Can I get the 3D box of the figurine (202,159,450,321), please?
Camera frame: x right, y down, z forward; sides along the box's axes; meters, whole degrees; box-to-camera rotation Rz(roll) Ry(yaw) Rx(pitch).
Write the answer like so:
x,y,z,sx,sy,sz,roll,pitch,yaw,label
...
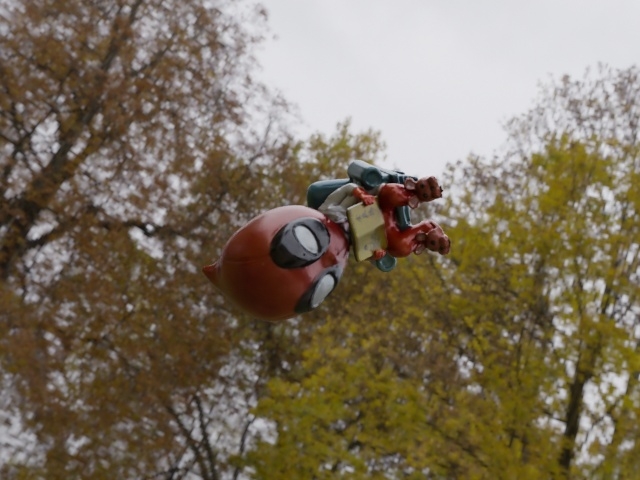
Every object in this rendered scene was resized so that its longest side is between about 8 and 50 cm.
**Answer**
x,y,z,sx,sy,sz,roll,pitch,yaw,label
0.000,0.000,0.529,0.075,0.140,0.068,-148,-139,-65,figurine
